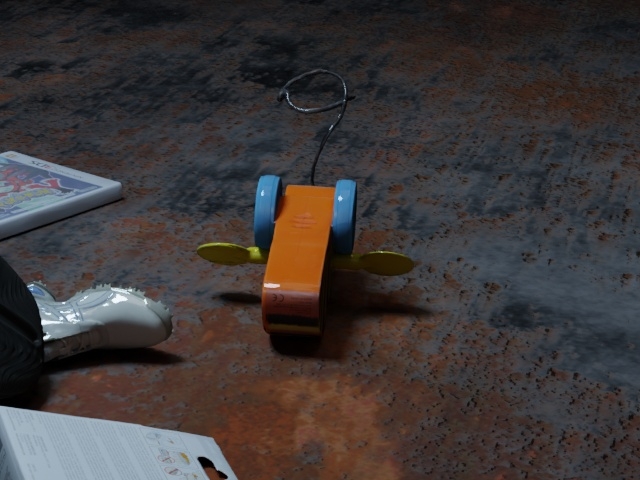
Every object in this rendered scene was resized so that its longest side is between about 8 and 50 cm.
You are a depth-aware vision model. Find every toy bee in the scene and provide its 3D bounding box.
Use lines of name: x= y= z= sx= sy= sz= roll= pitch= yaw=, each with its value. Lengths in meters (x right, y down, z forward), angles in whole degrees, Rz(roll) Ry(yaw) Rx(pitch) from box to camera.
toy bee: x=0.000 y=0.000 z=1.587 sx=0.195 sy=0.162 sz=0.298 roll=19 pitch=50 yaw=19

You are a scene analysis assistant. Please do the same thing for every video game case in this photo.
video game case: x=-0.356 y=-0.053 z=1.828 sx=0.183 sy=0.023 sz=0.201 roll=16 pitch=24 yaw=33

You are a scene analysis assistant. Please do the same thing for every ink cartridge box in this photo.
ink cartridge box: x=-0.150 y=0.180 z=1.219 sx=0.179 sy=0.045 sz=0.145 roll=14 pitch=14 yaw=-24

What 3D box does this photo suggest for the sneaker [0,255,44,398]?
sneaker: x=-0.458 y=0.060 z=1.303 sx=0.447 sy=0.257 sz=0.169 roll=23 pitch=47 yaw=-38

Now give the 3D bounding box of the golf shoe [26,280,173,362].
golf shoe: x=-0.219 y=0.084 z=1.442 sx=0.176 sy=0.069 sz=0.086 roll=3 pitch=40 yaw=11
